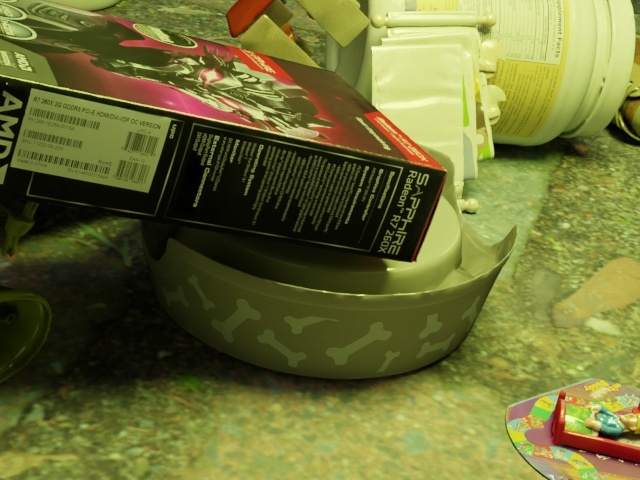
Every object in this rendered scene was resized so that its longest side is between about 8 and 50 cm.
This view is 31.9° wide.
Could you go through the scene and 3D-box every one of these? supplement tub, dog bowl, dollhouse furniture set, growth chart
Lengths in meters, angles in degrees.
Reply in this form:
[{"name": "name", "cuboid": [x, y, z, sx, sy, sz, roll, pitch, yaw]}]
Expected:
[{"name": "supplement tub", "cuboid": [0.190, -0.242, 1.385, 0.331, 0.241, 0.241, 3, 28, -14]}, {"name": "dog bowl", "cuboid": [0.000, 0.000, 1.027, 0.348, 0.102, 0.349, 8, 27, -4]}, {"name": "dollhouse furniture set", "cuboid": [-0.090, -0.263, 1.305, 0.135, 0.259, 0.262, 41, 15, -27]}, {"name": "growth chart", "cuboid": [0.123, -0.141, 1.225, 0.171, 0.237, 0.021, 5, -3, -19]}]

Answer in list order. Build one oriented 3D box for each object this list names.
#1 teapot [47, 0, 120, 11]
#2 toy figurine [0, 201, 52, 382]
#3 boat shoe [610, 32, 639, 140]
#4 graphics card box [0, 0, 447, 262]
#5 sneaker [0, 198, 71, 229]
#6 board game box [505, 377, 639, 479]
[{"name": "teapot", "cuboid": [-0.398, -0.467, 1.701, 0.252, 0.187, 0.256, 10, 27, 2]}, {"name": "toy figurine", "cuboid": [-0.388, 0.041, 0.758, 0.217, 0.191, 0.362, 21, 28, 31]}, {"name": "boat shoe", "cuboid": [0.449, -0.190, 1.501, 0.324, 0.123, 0.119, 29, 37, 34]}, {"name": "graphics card box", "cuboid": [-0.110, -0.094, 0.881, 0.370, 0.094, 0.233, 9, 24, -27]}, {"name": "sneaker", "cuboid": [-0.228, -0.077, 1.106, 0.104, 0.147, 0.295, 50, 13, 25]}, {"name": "board game box", "cuboid": [0.233, 0.145, 0.895, 0.168, 0.033, 0.133, -11, 33, -33]}]
